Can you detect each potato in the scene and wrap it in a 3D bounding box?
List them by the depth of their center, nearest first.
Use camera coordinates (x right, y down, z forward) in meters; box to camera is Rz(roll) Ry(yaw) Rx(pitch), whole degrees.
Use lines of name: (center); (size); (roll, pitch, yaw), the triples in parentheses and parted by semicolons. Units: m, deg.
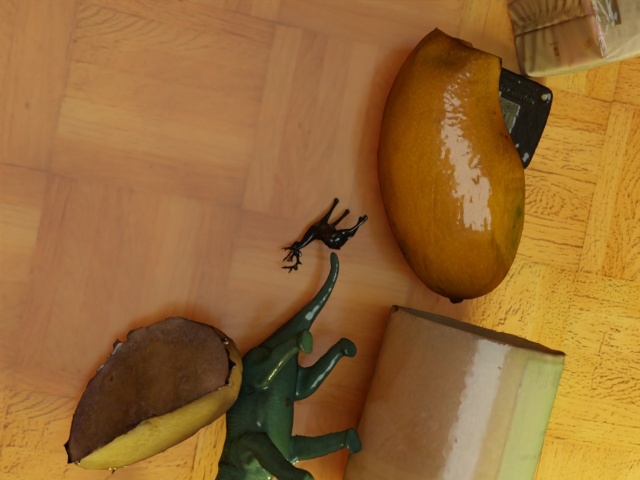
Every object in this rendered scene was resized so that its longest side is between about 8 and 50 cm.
potato: (-0.206, 0.187, 1.151); (0.243, 0.098, 0.138); (-27, 57, 7)

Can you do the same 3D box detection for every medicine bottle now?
medicine bottle: (0.149, 0.306, 1.170); (0.236, 0.236, 0.406); (15, 91, -13)

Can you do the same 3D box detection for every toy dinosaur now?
toy dinosaur: (-0.116, 0.227, 1.195); (0.129, 0.331, 0.383); (35, 48, -42)

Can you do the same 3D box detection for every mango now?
mango: (0.168, -0.095, 1.187); (0.187, 0.144, 0.359); (-12, 95, 5)

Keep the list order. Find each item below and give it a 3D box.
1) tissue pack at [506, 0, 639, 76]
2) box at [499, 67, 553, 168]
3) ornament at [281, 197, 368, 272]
tissue pack: (0.379, -0.295, 1.181); (0.185, 0.225, 0.124); (-16, 98, -10)
box: (0.256, -0.172, 1.265); (0.125, 0.027, 0.126); (19, 90, -14)
ornament: (0.000, 0.000, 1.201); (0.125, 0.073, 0.028); (-41, 132, -12)
